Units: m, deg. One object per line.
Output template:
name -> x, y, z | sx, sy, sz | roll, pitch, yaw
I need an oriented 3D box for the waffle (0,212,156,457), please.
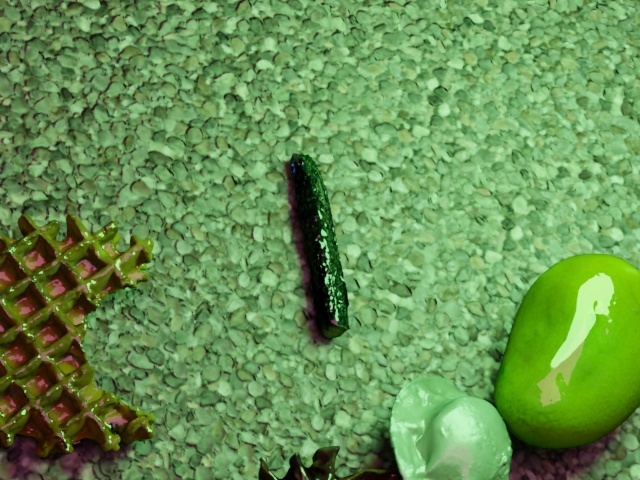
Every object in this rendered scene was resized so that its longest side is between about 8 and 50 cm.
waffle -> -0.315, 0.109, 1.782 | 0.260, 0.069, 0.293 | 5, 64, -12

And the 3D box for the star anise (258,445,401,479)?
star anise -> -0.005, 0.335, 1.743 | 0.220, 0.099, 0.214 | 13, 74, -17

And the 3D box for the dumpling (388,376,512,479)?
dumpling -> 0.160, 0.238, 1.810 | 0.152, 0.108, 0.219 | 40, 24, -46

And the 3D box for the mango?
mango -> 0.320, 0.142, 1.912 | 0.185, 0.149, 0.273 | 30, 63, -11

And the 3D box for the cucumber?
cucumber -> 0.000, 0.000, 1.949 | 0.044, 0.043, 0.256 | 1, 62, -23
